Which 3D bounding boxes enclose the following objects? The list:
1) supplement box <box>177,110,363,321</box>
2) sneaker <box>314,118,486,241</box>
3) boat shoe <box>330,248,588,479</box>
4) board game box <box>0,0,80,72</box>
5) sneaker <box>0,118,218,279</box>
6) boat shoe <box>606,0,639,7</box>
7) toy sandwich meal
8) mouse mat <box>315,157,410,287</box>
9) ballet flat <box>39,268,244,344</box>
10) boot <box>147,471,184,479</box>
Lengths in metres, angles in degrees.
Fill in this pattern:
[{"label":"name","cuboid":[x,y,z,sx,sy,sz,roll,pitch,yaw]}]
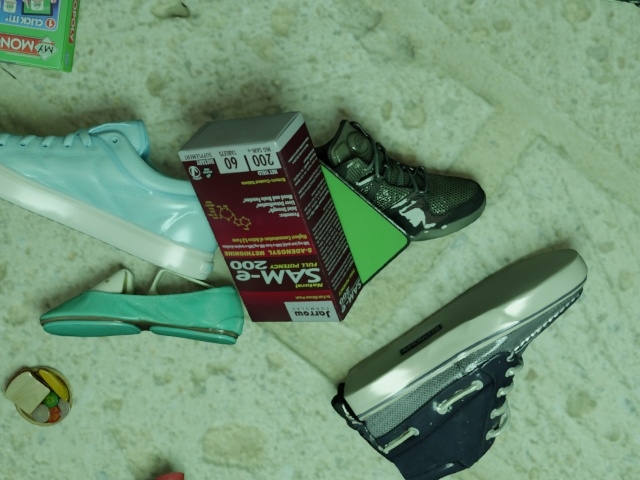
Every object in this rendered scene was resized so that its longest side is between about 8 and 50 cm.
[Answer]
[{"label":"supplement box","cuboid":[-0.052,-0.020,1.144,0.130,0.073,0.239,-3,124,30]},{"label":"sneaker","cuboid":[0.080,-0.069,1.170,0.228,0.087,0.130,3,135,5]},{"label":"boat shoe","cuboid":[0.193,0.157,1.202,0.341,0.127,0.158,-33,100,14]},{"label":"board game box","cuboid":[-0.446,-0.330,1.210,0.317,0.046,0.213,9,97,2]},{"label":"sneaker","cuboid":[-0.275,-0.089,1.196,0.366,0.135,0.150,24,89,-8]},{"label":"boat shoe","cuboid":[0.402,-0.315,1.132,0.340,0.113,0.127,21,97,1]},{"label":"toy sandwich meal","cuboid":[-0.353,0.196,1.271,0.086,0.029,0.085,0,96,3]},{"label":"mouse mat","cuboid":[0.000,0.000,1.186,0.153,0.007,0.190,40,134,-5]},{"label":"ballet flat","cuboid":[-0.214,0.078,1.235,0.247,0.083,0.087,3,72,3]},{"label":"boot","cuboid":[-0.162,0.375,1.187,0.088,0.244,0.176,3,96,-33]}]
